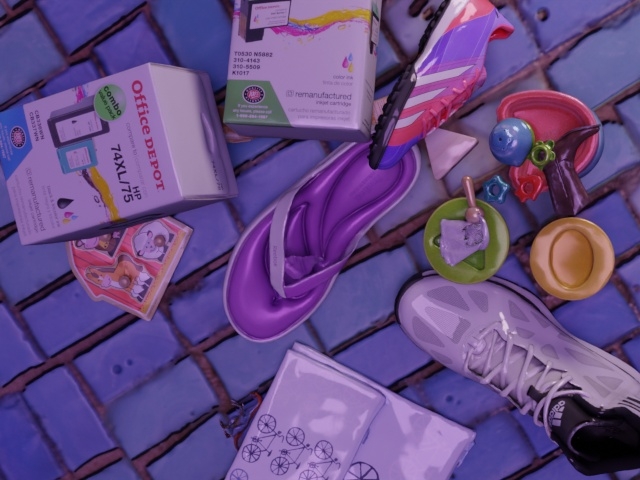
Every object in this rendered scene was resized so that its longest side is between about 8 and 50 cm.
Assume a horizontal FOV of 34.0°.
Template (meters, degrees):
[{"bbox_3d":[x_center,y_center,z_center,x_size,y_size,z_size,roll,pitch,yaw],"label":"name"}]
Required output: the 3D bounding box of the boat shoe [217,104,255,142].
[{"bbox_3d":[-0.124,-0.183,1.616,0.170,0.059,0.063,-1,83,10],"label":"boat shoe"}]

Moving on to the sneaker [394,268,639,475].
[{"bbox_3d":[0.317,0.189,1.540,0.447,0.257,0.169,28,100,0],"label":"sneaker"}]

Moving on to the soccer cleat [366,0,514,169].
[{"bbox_3d":[0.174,-0.224,1.521,0.116,0.108,0.318,30,72,-3],"label":"soccer cleat"}]

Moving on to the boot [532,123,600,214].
[{"bbox_3d":[0.365,-0.098,1.482,0.106,0.037,0.114,-23,82,32],"label":"boot"}]

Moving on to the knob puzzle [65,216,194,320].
[{"bbox_3d":[-0.325,0.014,1.674,0.213,0.030,0.213,1,99,4],"label":"knob puzzle"}]

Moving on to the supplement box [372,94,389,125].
[{"bbox_3d":[0.118,-0.195,1.606,0.098,0.036,0.062,-20,98,7],"label":"supplement box"}]

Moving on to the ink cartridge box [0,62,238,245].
[{"bbox_3d":[-0.294,-0.123,1.528,0.270,0.197,0.198,-15,89,19],"label":"ink cartridge box"}]

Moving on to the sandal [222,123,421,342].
[{"bbox_3d":[-0.013,-0.009,1.595,0.169,0.102,0.416,36,104,-8],"label":"sandal"}]

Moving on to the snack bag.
[{"bbox_3d":[0.036,0.379,1.697,0.342,0.037,0.323,27,97,-1],"label":"snack bag"}]

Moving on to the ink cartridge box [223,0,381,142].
[{"bbox_3d":[-0.022,-0.291,1.519,0.201,0.117,0.278,4,86,10],"label":"ink cartridge box"}]

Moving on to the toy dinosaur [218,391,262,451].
[{"bbox_3d":[-0.125,0.286,1.708,0.082,0.047,0.090,-30,129,-1],"label":"toy dinosaur"}]

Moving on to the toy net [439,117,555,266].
[{"bbox_3d":[0.255,-0.058,1.511,0.122,0.045,0.232,36,111,31],"label":"toy net"}]

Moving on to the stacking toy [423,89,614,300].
[{"bbox_3d":[0.304,-0.066,1.595,0.279,0.130,0.309,-3,91,20],"label":"stacking toy"}]
